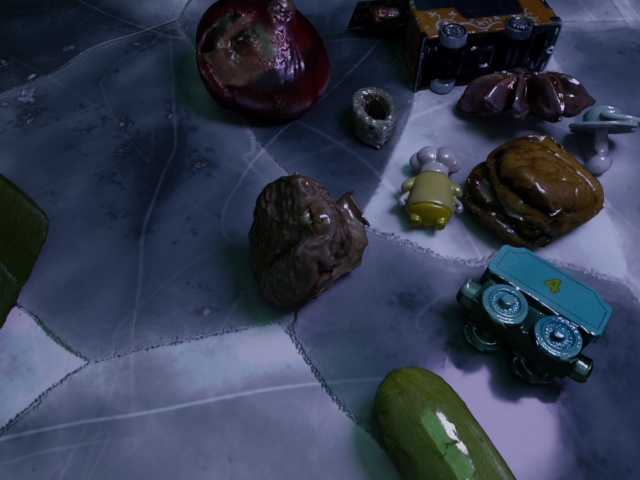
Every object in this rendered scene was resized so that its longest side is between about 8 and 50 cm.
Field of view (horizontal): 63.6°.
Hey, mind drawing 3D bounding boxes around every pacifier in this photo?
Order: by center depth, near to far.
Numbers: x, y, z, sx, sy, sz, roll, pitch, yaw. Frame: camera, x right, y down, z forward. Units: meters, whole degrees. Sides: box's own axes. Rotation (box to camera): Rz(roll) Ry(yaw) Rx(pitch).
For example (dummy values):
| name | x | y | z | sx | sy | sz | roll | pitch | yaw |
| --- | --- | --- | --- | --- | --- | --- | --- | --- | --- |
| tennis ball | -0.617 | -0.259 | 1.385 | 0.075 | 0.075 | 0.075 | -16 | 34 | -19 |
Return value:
| name | x | y | z | sx | sy | sz | roll | pitch | yaw |
| --- | --- | --- | --- | --- | --- | --- | --- | --- | --- |
| pacifier | 0.503 | -0.176 | 0.911 | 0.126 | 0.150 | 0.117 | 3 | 94 | 21 |

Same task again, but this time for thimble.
| name | x | y | z | sx | sy | sz | roll | pitch | yaw |
| --- | --- | --- | --- | --- | --- | --- | --- | --- | --- |
| thimble | 0.098 | -0.227 | 0.953 | 0.084 | 0.062 | 0.110 | -8 | 57 | -6 |

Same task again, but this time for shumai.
| name | x | y | z | sx | sy | sz | roll | pitch | yaw |
| --- | --- | --- | --- | --- | --- | --- | --- | --- | --- |
| shumai | 0.000 | 0.000 | 0.746 | 0.175 | 0.206 | 0.166 | -5 | 61 | -30 |

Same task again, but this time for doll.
| name | x | y | z | sx | sy | sz | roll | pitch | yaw |
| --- | --- | --- | --- | --- | --- | --- | --- | --- | --- |
| doll | 0.189 | -0.092 | 0.869 | 0.106 | 0.062 | 0.163 | 9 | 59 | 9 |

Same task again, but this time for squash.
| name | x | y | z | sx | sy | sz | roll | pitch | yaw |
| --- | --- | --- | --- | --- | --- | --- | --- | --- | --- |
| squash | 0.181 | 0.309 | 0.582 | 0.118 | 0.118 | 0.371 | -24 | 63 | -16 |

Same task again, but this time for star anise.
| name | x | y | z | sx | sy | sz | roll | pitch | yaw |
| --- | --- | --- | --- | --- | --- | --- | --- | --- | --- |
| star anise | 0.369 | -0.264 | 0.945 | 0.236 | 0.093 | 0.229 | 1 | 25 | 16 |

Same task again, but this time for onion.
| name | x | y | z | sx | sy | sz | roll | pitch | yaw |
| --- | --- | --- | --- | --- | --- | --- | --- | --- | --- |
| onion | -0.102 | -0.362 | 0.960 | 0.271 | 0.195 | 0.272 | 7 | 60 | -13 |

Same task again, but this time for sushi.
| name | x | y | z | sx | sy | sz | roll | pitch | yaw |
| --- | --- | --- | --- | --- | --- | --- | --- | --- | --- |
| sushi | 0.165 | -0.466 | 1.086 | 0.200 | 0.139 | 0.031 | -7 | 91 | -6 |

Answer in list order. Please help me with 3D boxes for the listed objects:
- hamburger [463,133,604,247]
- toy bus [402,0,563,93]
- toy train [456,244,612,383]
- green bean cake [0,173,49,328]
| name | x | y | z | sx | sy | sz | roll | pitch | yaw |
| --- | --- | --- | --- | --- | --- | --- | --- | --- | --- |
| hamburger | 0.348 | -0.089 | 0.834 | 0.206 | 0.130 | 0.183 | -28 | 65 | -21 |
| toy bus | 0.312 | -0.405 | 1.031 | 0.275 | 0.139 | 0.167 | -8 | 56 | -4 |
| toy train | 0.296 | 0.104 | 0.724 | 0.197 | 0.107 | 0.154 | 34 | 55 | 19 |
| green bean cake | -0.491 | -0.007 | 0.687 | 0.124 | 0.248 | 0.222 | 5 | 54 | 3 |
